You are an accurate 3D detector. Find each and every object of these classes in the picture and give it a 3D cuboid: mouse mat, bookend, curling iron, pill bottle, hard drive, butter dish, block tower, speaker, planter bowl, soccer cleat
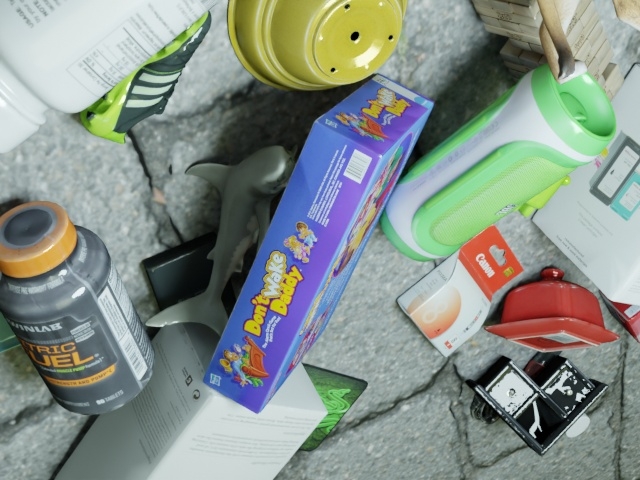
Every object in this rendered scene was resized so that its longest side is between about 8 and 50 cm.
[{"bbox_3d":[-0.032,0.247,1.520,0.189,0.007,0.153,21,113,-43],"label":"mouse mat"},{"bbox_3d":[0.347,0.233,1.649,0.157,0.072,0.156,-44,92,-3],"label":"bookend"},{"bbox_3d":[0.356,0.208,1.709,0.274,0.035,0.068,-45,136,9],"label":"curling iron"},{"bbox_3d":[-0.277,0.071,1.126,0.130,0.130,0.246,-26,135,-11],"label":"pill bottle"},{"bbox_3d":[-0.157,0.059,1.267,0.094,0.022,0.135,-23,135,-13],"label":"hard drive"},{"bbox_3d":[0.401,0.275,1.735,0.065,0.116,0.065,-18,134,-20],"label":"pill bottle"},{"bbox_3d":[0.354,0.100,1.567,0.160,0.118,0.159,21,157,-41],"label":"butter dish"},{"bbox_3d":[0.258,-0.256,1.196,0.097,0.091,0.335,-56,138,-10],"label":"block tower"},{"bbox_3d":[0.201,-0.087,1.220,0.131,0.131,0.296,10,146,-38],"label":"speaker"},{"bbox_3d":[0.019,-0.233,1.082,0.217,0.090,0.217,-17,133,-20],"label":"planter bowl"},{"bbox_3d":[-0.170,-0.171,1.045,0.179,0.060,0.072,-41,146,15],"label":"soccer cleat"},{"bbox_3d":[-0.213,-0.215,0.900,0.283,0.160,0.160,-38,137,2],"label":"pill bottle"}]

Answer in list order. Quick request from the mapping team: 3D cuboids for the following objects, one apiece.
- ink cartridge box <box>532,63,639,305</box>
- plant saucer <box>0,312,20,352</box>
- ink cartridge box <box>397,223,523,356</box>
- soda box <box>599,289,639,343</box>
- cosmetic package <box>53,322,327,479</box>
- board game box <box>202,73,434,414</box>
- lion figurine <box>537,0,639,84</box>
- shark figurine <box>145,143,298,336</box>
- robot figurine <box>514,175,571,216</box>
[{"bbox_3d":[0.482,-0.067,1.435,0.198,0.197,0.270,11,120,-37],"label":"ink cartridge box"},{"bbox_3d":[-0.424,0.121,1.157,0.192,0.018,0.067,-21,135,-15],"label":"plant saucer"},{"bbox_3d":[0.217,0.077,1.505,0.179,0.045,0.145,-37,137,5],"label":"ink cartridge box"},{"bbox_3d":[0.594,0.047,1.687,0.263,0.083,0.092,-39,136,3],"label":"soda box"},{"bbox_3d":[-0.185,0.284,1.330,0.197,0.155,0.365,17,120,-43],"label":"cosmetic package"},{"bbox_3d":[0.000,0.000,1.180,0.347,0.078,0.233,-65,171,27],"label":"board game box"},{"bbox_3d":[0.330,-0.335,1.060,0.392,0.142,0.240,-31,98,-30],"label":"lion figurine"},{"bbox_3d":[-0.112,-0.030,1.179,0.116,0.166,0.278,23,122,-9],"label":"shark figurine"},{"bbox_3d":[0.295,-0.090,1.394,0.101,0.067,0.115,22,113,-33],"label":"robot figurine"}]
